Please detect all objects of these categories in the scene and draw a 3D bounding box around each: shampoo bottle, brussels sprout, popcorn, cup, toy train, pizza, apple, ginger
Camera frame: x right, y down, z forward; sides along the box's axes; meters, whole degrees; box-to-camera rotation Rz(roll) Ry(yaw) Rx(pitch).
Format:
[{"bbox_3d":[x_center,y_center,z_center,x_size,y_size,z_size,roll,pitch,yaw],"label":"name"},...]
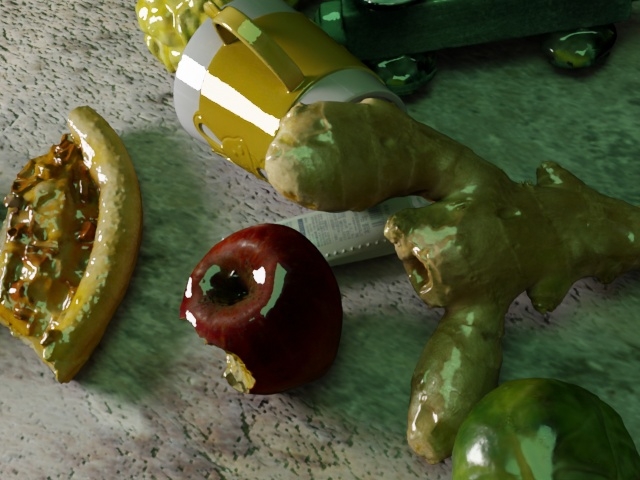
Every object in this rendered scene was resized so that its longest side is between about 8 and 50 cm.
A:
[{"bbox_3d":[0.000,0.000,1.320,0.212,0.049,0.072,-13,56,2],"label":"shampoo bottle"},{"bbox_3d":[0.199,0.211,1.080,0.161,0.144,0.181,18,43,-21],"label":"brussels sprout"},{"bbox_3d":[-0.105,-0.325,1.459,0.173,0.225,0.286,24,65,22],"label":"popcorn"},{"bbox_3d":[-0.039,-0.157,1.306,0.185,0.241,0.226,-46,53,-7],"label":"cup"},{"bbox_3d":[0.185,-0.319,1.440,0.397,0.160,0.253,-8,47,6],"label":"toy train"},{"bbox_3d":[-0.291,-0.004,1.369,0.182,0.074,0.365,4,56,4],"label":"pizza"},{"bbox_3d":[-0.046,0.072,1.214,0.147,0.158,0.156,-26,54,11],"label":"apple"},{"bbox_3d":[0.153,-0.019,1.207,0.348,0.122,0.363,-30,84,-23],"label":"ginger"}]
